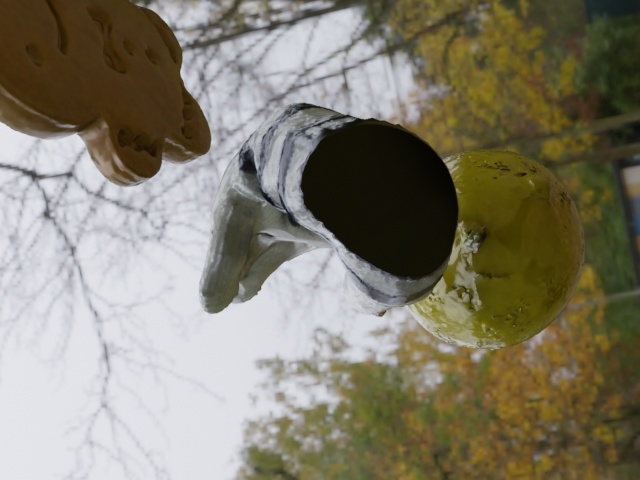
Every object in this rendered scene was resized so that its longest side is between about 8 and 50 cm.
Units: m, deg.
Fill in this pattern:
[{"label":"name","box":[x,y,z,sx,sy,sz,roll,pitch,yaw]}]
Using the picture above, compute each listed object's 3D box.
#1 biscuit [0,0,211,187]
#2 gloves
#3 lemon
[{"label":"biscuit","box":[-0.230,-0.183,1.141,0.355,0.052,0.275,19,-134,-57]},{"label":"gloves","box":[-0.002,-0.015,0.744,0.219,0.140,0.131,-173,87,-71]},{"label":"lemon","box":[0.140,0.009,1.035,0.206,0.173,0.173,125,139,-75]}]
